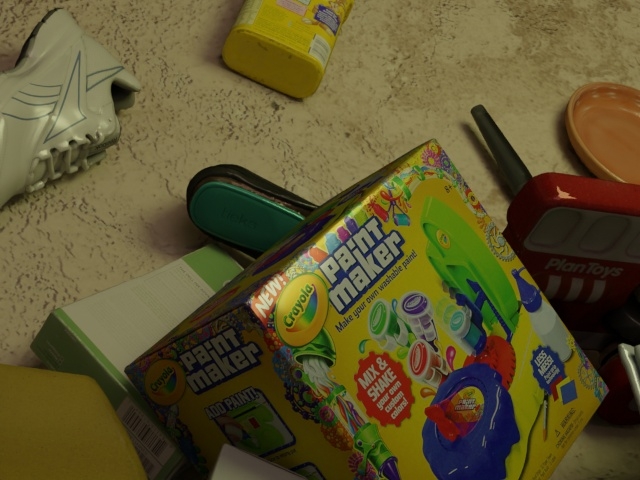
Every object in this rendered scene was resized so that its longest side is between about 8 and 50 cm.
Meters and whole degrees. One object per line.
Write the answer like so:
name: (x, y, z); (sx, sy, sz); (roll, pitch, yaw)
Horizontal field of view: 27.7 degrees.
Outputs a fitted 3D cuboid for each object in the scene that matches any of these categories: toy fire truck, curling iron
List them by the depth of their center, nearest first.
toy fire truck: (0.289, 0.043, 1.283); (0.302, 0.254, 0.169); (7, 49, -22)
curling iron: (0.253, -0.050, 1.504); (0.068, 0.035, 0.274); (-15, 60, -41)

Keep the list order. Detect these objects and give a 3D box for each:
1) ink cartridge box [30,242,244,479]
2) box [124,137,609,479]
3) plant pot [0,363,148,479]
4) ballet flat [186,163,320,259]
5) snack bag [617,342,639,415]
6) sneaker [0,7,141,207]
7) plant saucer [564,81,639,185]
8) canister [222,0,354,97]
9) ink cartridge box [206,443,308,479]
ink cartridge box: (-0.119, 0.102, 1.167); (0.171, 0.056, 0.235); (44, 31, 14)
box: (0.047, 0.118, 1.087); (0.279, 0.177, 0.290); (54, 45, -6)
plant pot: (-0.240, 0.201, 0.922); (0.212, 0.212, 0.187); (11, 36, -18)
ballet flat: (0.000, 0.000, 1.286); (0.280, 0.095, 0.096); (32, 19, -5)
snack bag: (0.418, 0.271, 1.213); (0.342, 0.037, 0.323); (22, 44, -42)
sneaker: (-0.263, -0.111, 1.249); (0.129, 0.111, 0.297); (31, 45, -7)
plant saucer: (0.394, -0.118, 1.635); (0.200, 0.037, 0.200); (14, 46, -15)
canister: (-0.036, -0.254, 1.512); (0.126, 0.073, 0.170); (24, 46, -6)
ink cartridge box: (-0.081, 0.259, 0.940); (0.072, 0.175, 0.127); (24, 26, -3)
